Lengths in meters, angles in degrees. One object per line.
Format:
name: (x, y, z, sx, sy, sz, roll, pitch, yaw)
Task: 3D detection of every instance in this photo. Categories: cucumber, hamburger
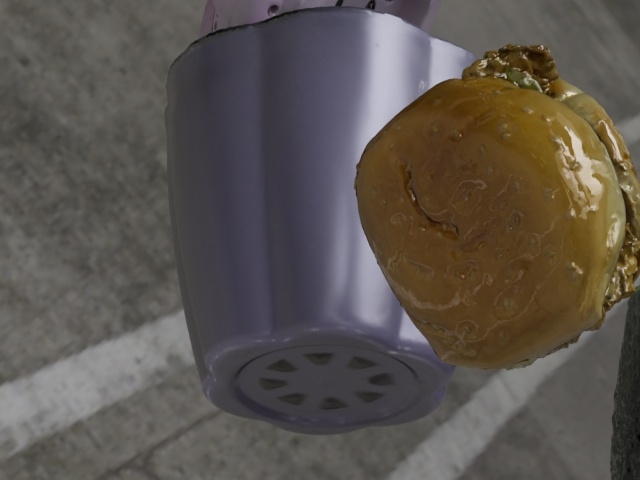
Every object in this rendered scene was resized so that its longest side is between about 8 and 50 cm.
cucumber: (0.300, 0.135, 1.387, 0.074, 0.241, 0.074, 5, 16, -1)
hamburger: (0.091, -0.013, 0.771, 0.083, 0.138, 0.147, -12, 73, -56)

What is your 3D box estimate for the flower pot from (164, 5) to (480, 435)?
flower pot: (0.000, 0.000, 1.135, 0.265, 0.265, 0.243, 31, 50, -38)

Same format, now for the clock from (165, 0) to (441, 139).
clock: (0.001, -0.203, 1.368, 0.113, 0.322, 0.295, 32, 14, 22)
